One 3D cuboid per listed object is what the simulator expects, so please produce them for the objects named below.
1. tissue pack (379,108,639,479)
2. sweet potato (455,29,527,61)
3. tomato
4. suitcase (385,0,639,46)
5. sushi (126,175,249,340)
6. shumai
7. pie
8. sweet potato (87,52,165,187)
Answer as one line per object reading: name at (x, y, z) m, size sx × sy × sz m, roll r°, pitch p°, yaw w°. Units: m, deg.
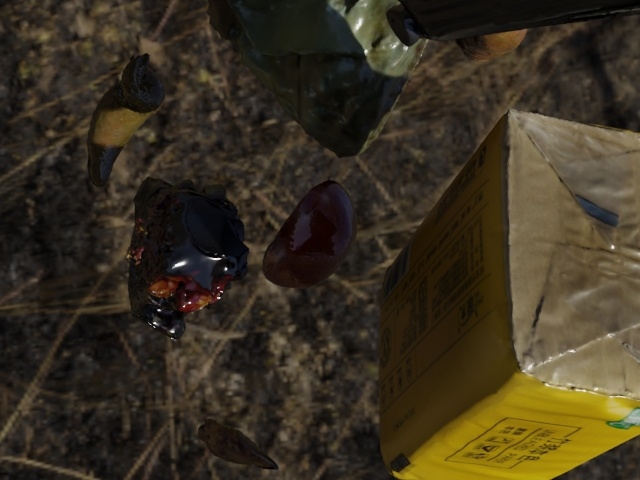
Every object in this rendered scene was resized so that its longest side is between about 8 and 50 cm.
tissue pack at (0.217, 0.083, 1.127) m, size 0.382 × 0.228 × 0.293 m, roll 119°, pitch -22°, yaw -61°
sweet potato at (0.163, -0.216, 1.042) m, size 0.314 × 0.066 × 0.072 m, roll -75°, pitch 172°, yaw -82°
tomato at (-0.005, 0.004, 1.434) m, size 0.082 × 0.166 × 0.174 m, roll 41°, pitch 0°, yaw 13°
suitcase at (0.140, -0.212, 0.479) m, size 0.152 × 0.230 × 0.335 m, roll 56°, pitch -7°, yaw -14°
sushi at (-0.160, 0.008, 1.287) m, size 0.153 × 0.150 × 0.172 m, roll 31°, pitch 59°, yaw -17°
shumai at (-0.001, -0.343, 1.511) m, size 0.395 × 0.348 × 0.395 m, roll 23°, pitch 90°, yaw -86°
pie at (-0.120, 0.274, 1.416) m, size 0.092 × 0.170 × 0.034 m, roll 45°, pitch 66°, yaw -11°
sweet potato at (-0.338, -0.228, 1.839) m, size 0.098 × 0.310 × 0.124 m, roll 28°, pitch 46°, yaw -14°
